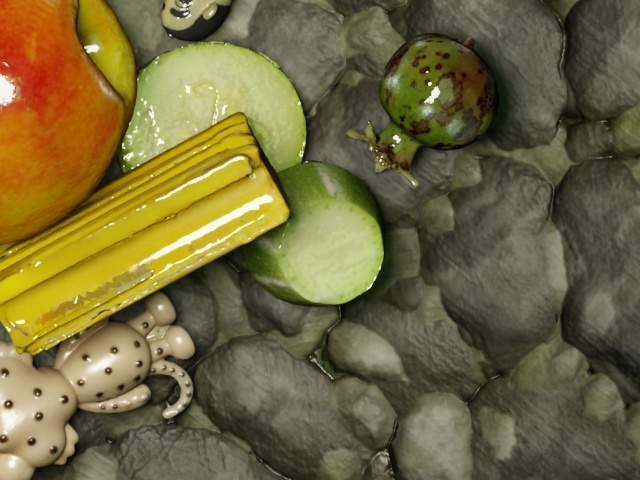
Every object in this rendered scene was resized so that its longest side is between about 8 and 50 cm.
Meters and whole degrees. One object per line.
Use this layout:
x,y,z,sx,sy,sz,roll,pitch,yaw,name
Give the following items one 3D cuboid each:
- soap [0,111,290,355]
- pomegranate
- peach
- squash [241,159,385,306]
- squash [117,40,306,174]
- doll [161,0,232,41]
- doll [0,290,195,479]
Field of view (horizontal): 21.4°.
-0.195,-0.007,1.781,0.324,0.204,0.096,-28,105,3,soap
0.117,-0.154,1.896,0.169,0.148,0.148,-40,98,-8,pomegranate
-0.353,-0.145,1.732,0.332,0.308,0.308,-23,97,29,peach
0.000,0.000,1.879,0.170,0.123,0.170,-2,99,-12,squash
-0.122,-0.115,1.900,0.219,0.041,0.219,0,93,-10,squash
-0.114,-0.292,1.877,0.179,0.102,0.089,-52,138,-6,doll
-0.270,0.160,1.854,0.278,0.119,0.154,-22,98,-19,doll
